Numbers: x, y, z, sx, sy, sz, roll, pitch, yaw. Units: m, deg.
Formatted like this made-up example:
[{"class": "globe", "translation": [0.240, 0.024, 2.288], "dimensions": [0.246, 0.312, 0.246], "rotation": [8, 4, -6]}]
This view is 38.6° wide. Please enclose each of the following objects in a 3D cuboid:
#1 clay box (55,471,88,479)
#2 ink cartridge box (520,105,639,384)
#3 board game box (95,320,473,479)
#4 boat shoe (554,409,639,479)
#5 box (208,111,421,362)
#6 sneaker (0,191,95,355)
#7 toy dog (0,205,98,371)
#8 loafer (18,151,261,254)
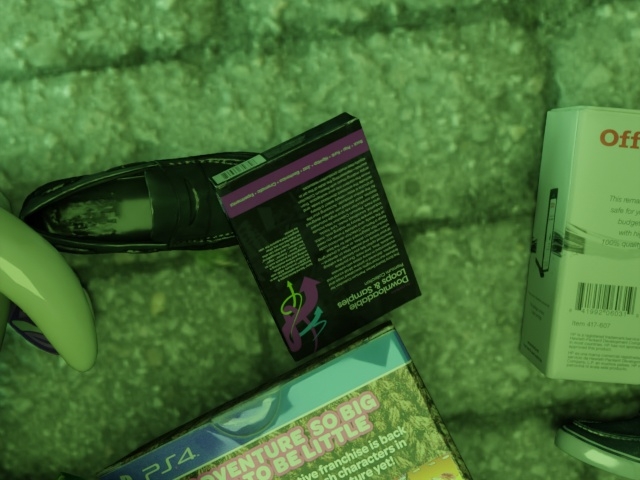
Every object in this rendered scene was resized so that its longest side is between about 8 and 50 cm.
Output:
[{"class": "clay box", "translation": [-0.151, 0.268, 0.563], "dimensions": [0.127, 0.053, 0.222], "rotation": [27, 92, -22]}, {"class": "ink cartridge box", "translation": [0.245, 0.004, 0.704], "dimensions": [0.148, 0.086, 0.203], "rotation": [5, 97, -3]}, {"class": "board game box", "translation": [0.016, 0.240, 0.672], "dimensions": [0.232, 0.141, 0.291], "rotation": [-26, 85, 2]}, {"class": "boat shoe", "translation": [0.283, 0.151, 0.741], "dimensions": [0.183, 0.065, 0.083], "rotation": [13, 95, -9]}, {"class": "box", "translation": [0.000, 0.000, 0.692], "dimensions": [0.116, 0.029, 0.162], "rotation": [-27, 115, -10]}, {"class": "sneaker", "translation": [-0.245, 0.024, 0.701], "dimensions": [0.068, 0.071, 0.170], "rotation": [-40, 98, 4]}, {"class": "toy dog", "translation": [-0.325, 0.157, 0.629], "dimensions": [0.395, 0.284, 0.408], "rotation": [-5, 107, -1]}, {"class": "loafer", "translation": [-0.114, -0.024, 0.694], "dimensions": [0.223, 0.078, 0.076], "rotation": [-6, 97, -2]}]
